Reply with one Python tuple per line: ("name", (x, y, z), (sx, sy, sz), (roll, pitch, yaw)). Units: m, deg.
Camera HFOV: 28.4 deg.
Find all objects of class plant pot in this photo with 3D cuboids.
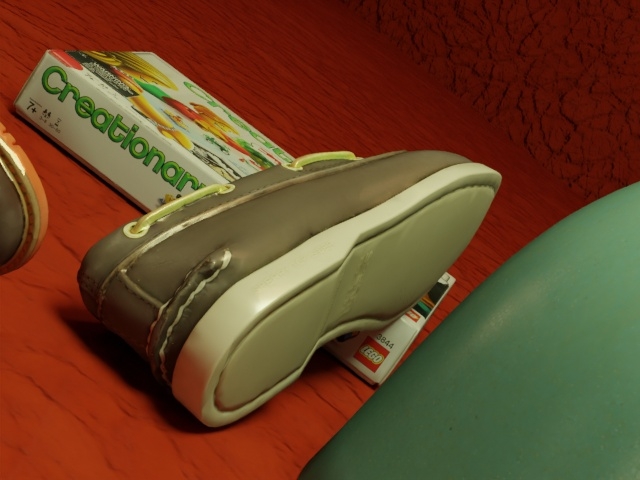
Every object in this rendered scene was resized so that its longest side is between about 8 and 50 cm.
("plant pot", (0.172, 0.110, 0.593), (0.293, 0.235, 0.293), (33, 14, -9))

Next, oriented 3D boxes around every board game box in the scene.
("board game box", (-0.049, -0.028, 0.901), (0.305, 0.053, 0.193), (37, 14, 5))

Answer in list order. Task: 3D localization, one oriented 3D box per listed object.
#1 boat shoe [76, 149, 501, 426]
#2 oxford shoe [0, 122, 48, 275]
("boat shoe", (0.000, 0.000, 0.713), (0.096, 0.117, 0.324), (34, 31, 20))
("oxford shoe", (-0.239, -0.052, 0.496), (0.271, 0.097, 0.098), (28, 31, -2))
